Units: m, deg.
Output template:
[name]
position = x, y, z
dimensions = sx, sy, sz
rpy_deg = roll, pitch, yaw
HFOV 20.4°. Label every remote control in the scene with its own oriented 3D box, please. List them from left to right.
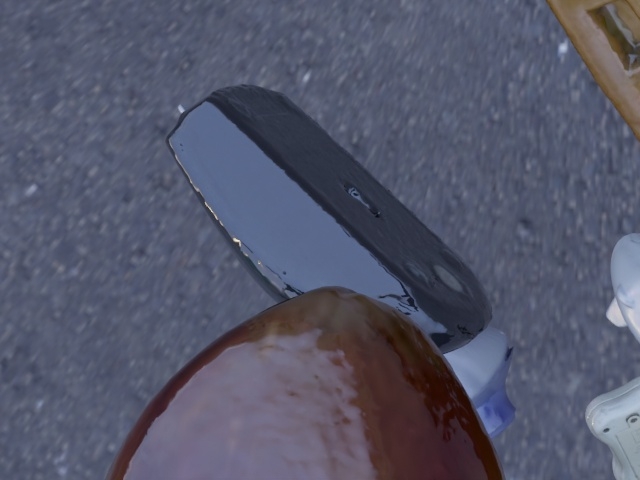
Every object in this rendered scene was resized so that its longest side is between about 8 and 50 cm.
[remote control]
position = 0.274, 0.166, 1.521
dimensions = 0.074, 0.032, 0.122
rpy_deg = -26, 131, 5

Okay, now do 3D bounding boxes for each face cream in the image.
[face cream]
position = 0.026, 0.026, 1.669
dimensions = 0.137, 0.235, 0.420
rpy_deg = -42, 91, 7

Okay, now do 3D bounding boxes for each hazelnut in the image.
[hazelnut]
position = -0.006, 0.118, 0.788
dimensions = 0.208, 0.208, 0.208
rpy_deg = 3, 111, 8

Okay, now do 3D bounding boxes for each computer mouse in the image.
[computer mouse]
position = 0.000, 0.000, 1.313
dimensions = 0.269, 0.170, 0.100
rpy_deg = 44, 106, 12

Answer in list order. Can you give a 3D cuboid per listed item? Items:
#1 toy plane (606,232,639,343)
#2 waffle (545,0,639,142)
[toy plane]
position = 0.226, 0.052, 0.977
dimensions = 0.174, 0.080, 0.174
rpy_deg = 24, 122, 46
[waffle]
position = 0.220, -0.147, 0.891
dimensions = 0.224, 0.098, 0.328
rpy_deg = -14, 123, 42
